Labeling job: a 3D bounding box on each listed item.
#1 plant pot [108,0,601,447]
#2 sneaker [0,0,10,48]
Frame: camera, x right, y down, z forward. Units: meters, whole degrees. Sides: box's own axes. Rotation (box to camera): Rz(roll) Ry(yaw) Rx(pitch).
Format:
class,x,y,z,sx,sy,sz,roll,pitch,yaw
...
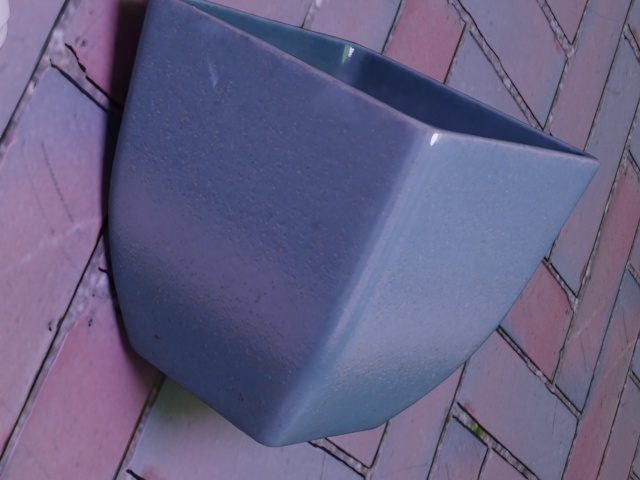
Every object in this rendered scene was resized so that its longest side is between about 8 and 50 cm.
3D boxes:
class,x,y,z,sx,sy,sz,roll,pitch,yaw
plant pot,0.000,0.000,0.888,0.248,0.247,0.252,2,114,-55
sneaker,-0.255,-0.008,0.644,0.292,0.108,0.169,-43,132,-29
